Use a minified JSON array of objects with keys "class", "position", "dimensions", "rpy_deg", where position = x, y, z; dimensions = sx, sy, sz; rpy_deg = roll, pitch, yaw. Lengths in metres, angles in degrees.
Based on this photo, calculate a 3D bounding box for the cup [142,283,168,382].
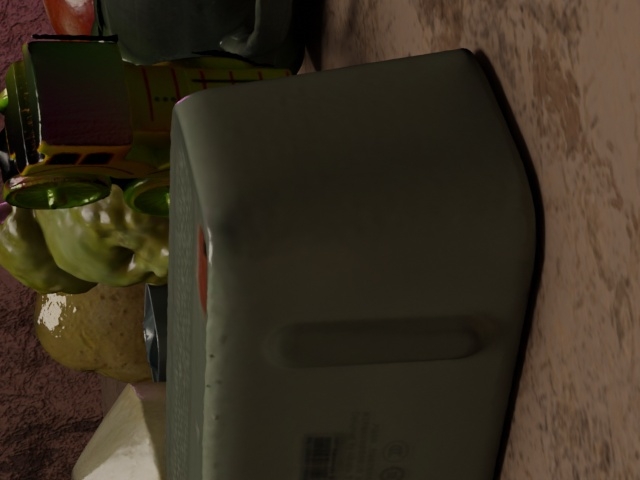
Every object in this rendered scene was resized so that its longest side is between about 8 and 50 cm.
[{"class":"cup","position":[-0.120,0.081,1.995],"dimensions":[0.095,0.130,0.128],"rpy_deg":[99,162,-49]}]

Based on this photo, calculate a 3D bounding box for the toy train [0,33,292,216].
[{"class":"toy train","position":[-0.106,-0.083,1.479],"dimensions":[0.160,0.296,0.100],"rpy_deg":[-40,56,58]}]

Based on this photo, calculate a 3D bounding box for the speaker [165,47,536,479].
[{"class":"speaker","position":[0.005,0.080,1.229],"dimensions":[0.406,0.184,0.183],"rpy_deg":[95,165,-44]}]

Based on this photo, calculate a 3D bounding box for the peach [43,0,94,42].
[{"class":"peach","position":[-0.169,-0.272,1.899],"dimensions":[0.243,0.200,0.243],"rpy_deg":[-172,90,-78]}]

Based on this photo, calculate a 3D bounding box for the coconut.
[{"class":"coconut","position":[-0.136,0.234,1.918],"dimensions":[0.202,0.222,0.202],"rpy_deg":[176,90,-74]}]

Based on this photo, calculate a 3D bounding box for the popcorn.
[{"class":"popcorn","position":[-0.184,-0.059,1.953],"dimensions":[0.173,0.286,0.225],"rpy_deg":[52,-134,-32]}]

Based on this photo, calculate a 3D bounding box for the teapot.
[{"class":"teapot","position":[-0.088,-0.250,1.556],"dimensions":[0.270,0.200,0.337],"rpy_deg":[52,151,43]}]

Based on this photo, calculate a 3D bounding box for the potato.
[{"class":"potato","position":[-0.256,0.056,2.478],"dimensions":[0.242,0.243,0.285],"rpy_deg":[-178,86,-79]}]
